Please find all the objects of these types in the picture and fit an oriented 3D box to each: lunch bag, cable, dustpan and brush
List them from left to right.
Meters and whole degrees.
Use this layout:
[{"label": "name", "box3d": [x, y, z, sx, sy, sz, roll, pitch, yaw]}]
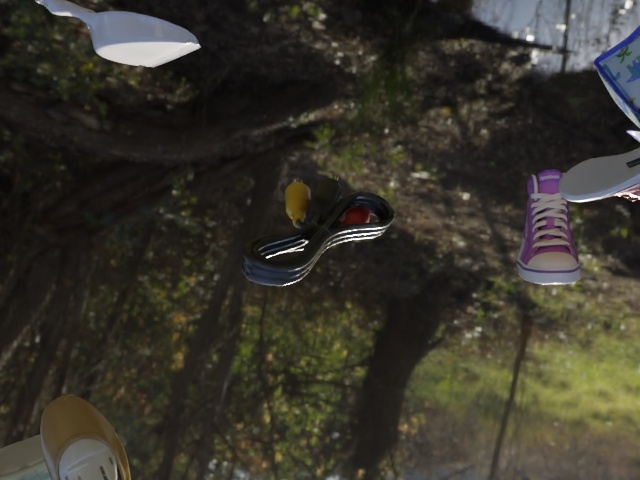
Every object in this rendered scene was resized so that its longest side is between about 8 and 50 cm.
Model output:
[{"label": "dustpan and brush", "box3d": [-0.291, -0.293, 1.200, 0.211, 0.060, 0.147, -2, 177, -42]}, {"label": "cable", "box3d": [0.000, 0.000, 0.996, 0.139, 0.072, 0.287, 21, -149, 4]}, {"label": "lunch bag", "box3d": [0.367, -0.134, 0.895, 0.096, 0.151, 0.129, -41, 152, 22]}]

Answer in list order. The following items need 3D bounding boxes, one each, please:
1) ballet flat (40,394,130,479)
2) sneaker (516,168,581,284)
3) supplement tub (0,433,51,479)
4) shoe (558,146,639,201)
[{"label": "ballet flat", "box3d": [-0.223, 0.271, 0.895, 0.080, 0.232, 0.073, -22, -173, -23]}, {"label": "sneaker", "box3d": [0.385, -0.033, 1.483, 0.102, 0.161, 0.282, -2, -161, 10]}, {"label": "supplement tub", "box3d": [-0.327, 0.427, 1.102, 0.207, 0.338, 0.207, -16, -175, 1]}, {"label": "shoe", "box3d": [0.419, -0.078, 1.185, 0.178, 0.063, 0.081, -20, 138, 10]}]
